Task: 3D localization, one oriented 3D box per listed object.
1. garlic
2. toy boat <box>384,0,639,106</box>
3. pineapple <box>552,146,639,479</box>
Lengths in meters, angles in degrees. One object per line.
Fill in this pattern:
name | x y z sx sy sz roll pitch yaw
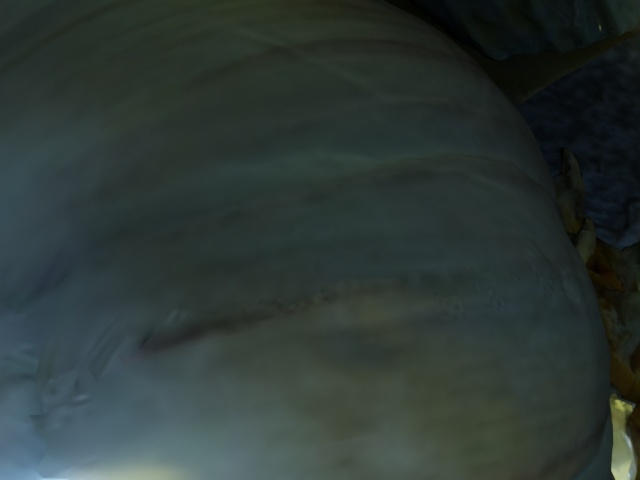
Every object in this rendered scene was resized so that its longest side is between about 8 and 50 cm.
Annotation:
garlic | -0.040 0.051 0.531 0.259 0.318 0.317 -3 165 -37
toy boat | -0.084 -0.163 0.621 0.445 0.136 0.162 18 121 9
pineapple | 0.001 0.000 0.793 0.344 0.286 0.209 0 102 18
